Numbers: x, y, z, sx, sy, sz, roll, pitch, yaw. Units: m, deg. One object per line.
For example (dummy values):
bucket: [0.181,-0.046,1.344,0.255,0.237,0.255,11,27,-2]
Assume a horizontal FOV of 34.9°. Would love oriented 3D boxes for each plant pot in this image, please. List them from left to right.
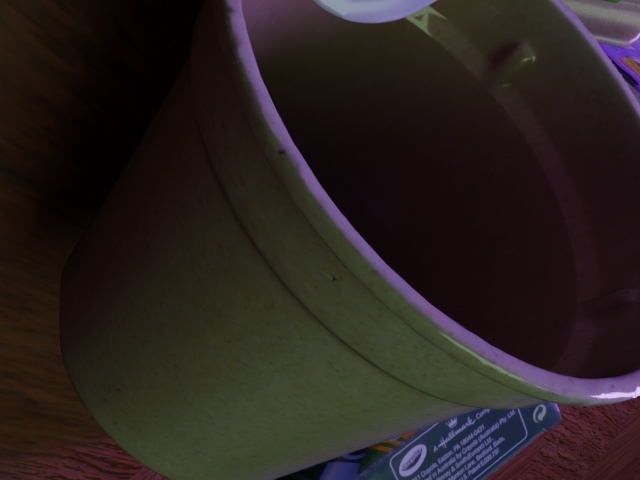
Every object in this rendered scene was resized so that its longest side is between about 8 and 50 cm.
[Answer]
plant pot: [0.000,0.000,0.633,0.334,0.333,0.305,-3,154,-44]

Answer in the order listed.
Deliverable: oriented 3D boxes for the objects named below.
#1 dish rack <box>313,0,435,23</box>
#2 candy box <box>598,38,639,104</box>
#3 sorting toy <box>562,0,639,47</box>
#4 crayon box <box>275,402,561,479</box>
dish rack: [0.054,-0.291,0.429,0.286,0.072,0.332,-31,124,-12]
candy box: [0.247,-0.133,0.833,0.196,0.165,0.070,-3,136,-43]
sorting toy: [0.210,-0.216,0.650,0.307,0.041,0.229,8,142,-13]
crayon box: [0.014,0.127,0.866,0.203,0.323,0.083,-33,114,-21]
